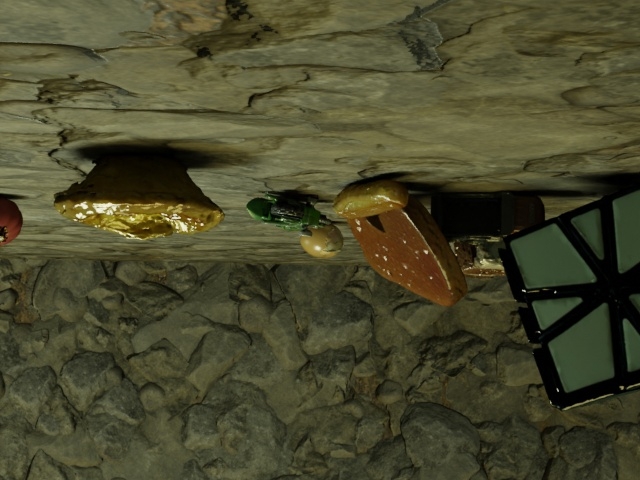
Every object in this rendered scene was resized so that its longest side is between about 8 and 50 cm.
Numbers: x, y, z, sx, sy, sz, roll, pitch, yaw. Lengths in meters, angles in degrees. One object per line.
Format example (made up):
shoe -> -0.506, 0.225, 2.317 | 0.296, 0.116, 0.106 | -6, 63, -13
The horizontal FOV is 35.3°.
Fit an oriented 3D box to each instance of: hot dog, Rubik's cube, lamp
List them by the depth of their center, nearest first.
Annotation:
Rubik's cube -> 0.481, 0.087, 1.556 | 0.294, 0.288, 0.283 | -22, 166, 28
hot dog -> 0.075, -0.070, 1.582 | 0.066, 0.047, 0.216 | 20, 169, -17
lamp -> -0.604, -0.036, 1.850 | 0.108, 0.092, 0.107 | -12, 143, -9

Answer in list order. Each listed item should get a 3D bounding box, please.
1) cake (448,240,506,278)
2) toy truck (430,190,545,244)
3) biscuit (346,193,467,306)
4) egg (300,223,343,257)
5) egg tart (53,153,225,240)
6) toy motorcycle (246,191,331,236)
cake -> 0.303, -0.001, 1.865 | 0.135, 0.135, 0.147 | 5, 169, -34
toy truck -> 0.282, -0.037, 1.700 | 0.192, 0.083, 0.092 | 1, 170, 12
biscuit -> 0.136, -0.009, 1.728 | 0.277, 0.052, 0.262 | 24, 151, 55
egg -> 0.000, 0.000, 2.203 | 0.096, 0.080, 0.080 | -6, 172, 38
egg tart -> -0.251, -0.063, 1.405 | 0.241, 0.105, 0.241 | 2, 172, 0
toy motorcycle -> -0.053, -0.048, 1.785 | 0.106, 0.074, 0.190 | 8, 178, 21
